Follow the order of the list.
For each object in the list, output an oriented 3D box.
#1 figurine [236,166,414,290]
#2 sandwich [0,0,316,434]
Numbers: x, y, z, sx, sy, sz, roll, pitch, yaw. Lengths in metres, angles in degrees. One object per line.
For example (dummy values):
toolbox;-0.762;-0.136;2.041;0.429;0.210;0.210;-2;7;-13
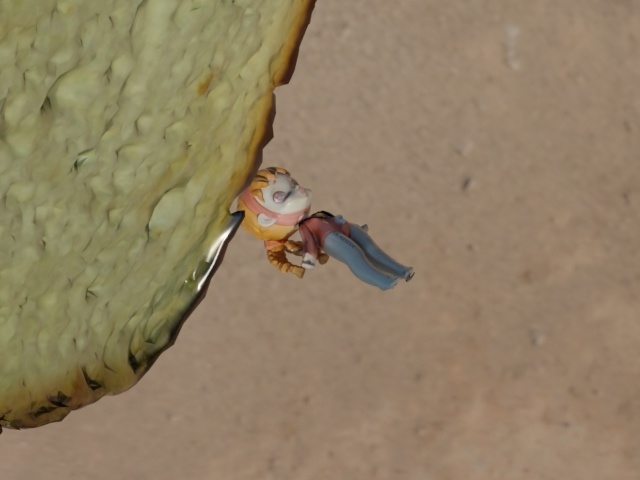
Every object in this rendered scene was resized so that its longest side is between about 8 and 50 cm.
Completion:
figurine;0.000;0.000;1.034;0.109;0.064;0.047;31;122;21
sandwich;-0.054;-0.070;0.340;0.065;0.186;0.215;24;104;20
